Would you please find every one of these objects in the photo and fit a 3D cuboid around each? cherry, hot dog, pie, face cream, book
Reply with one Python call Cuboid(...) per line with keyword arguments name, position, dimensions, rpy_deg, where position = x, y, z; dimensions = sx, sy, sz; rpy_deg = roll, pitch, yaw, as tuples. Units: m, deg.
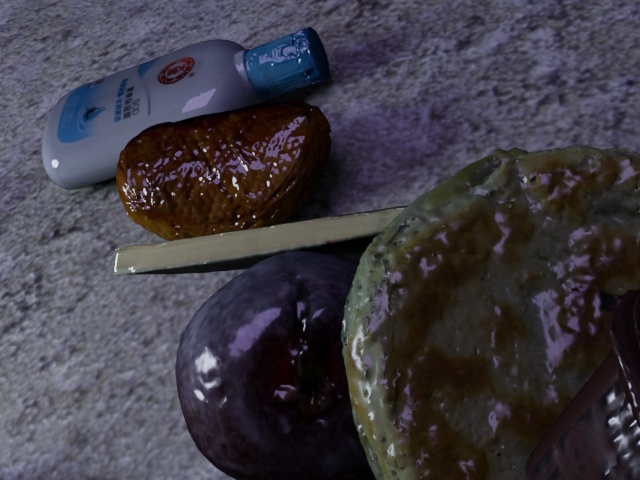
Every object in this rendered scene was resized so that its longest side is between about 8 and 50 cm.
Cuboid(name="cherry", position=(-0.010, 0.093, 0.828), dimensions=(0.195, 0.195, 0.195), rpy_deg=(-18, 41, 16))
Cuboid(name="hot dog", position=(-0.090, -0.074, 1.112), dimensions=(0.226, 0.099, 0.161), rpy_deg=(-8, 44, 24))
Cuboid(name="pie", position=(0.156, 0.073, 0.723), dimensions=(0.302, 0.067, 0.303), rpy_deg=(1, 74, -4))
Cuboid(name="face cream", position=(-0.154, -0.159, 1.257), dimensions=(0.336, 0.080, 0.163), rpy_deg=(-16, 41, 18))
Cuboid(name="book", position=(0.000, 0.000, 0.926), dimensions=(0.289, 0.201, 0.026), rpy_deg=(-9, 86, 27))

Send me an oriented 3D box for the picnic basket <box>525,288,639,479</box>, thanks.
Cuboid(name="picnic basket", position=(0.224, 0.178, 0.554), dimensions=(0.129, 0.222, 0.297), rpy_deg=(-50, 42, 38))
